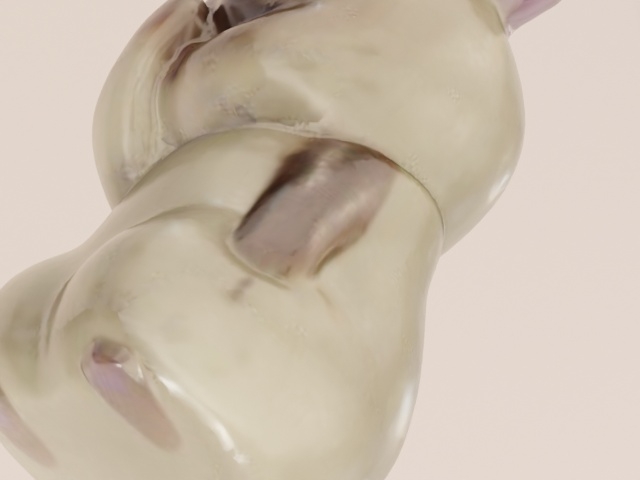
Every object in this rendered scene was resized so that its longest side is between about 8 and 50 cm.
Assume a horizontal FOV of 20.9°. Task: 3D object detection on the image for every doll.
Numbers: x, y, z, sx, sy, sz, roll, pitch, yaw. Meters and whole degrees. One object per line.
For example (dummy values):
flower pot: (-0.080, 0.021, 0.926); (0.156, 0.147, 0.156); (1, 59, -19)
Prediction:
doll: (-0.027, 0.000, 0.880); (0.226, 0.215, 0.370); (27, -121, -18)
